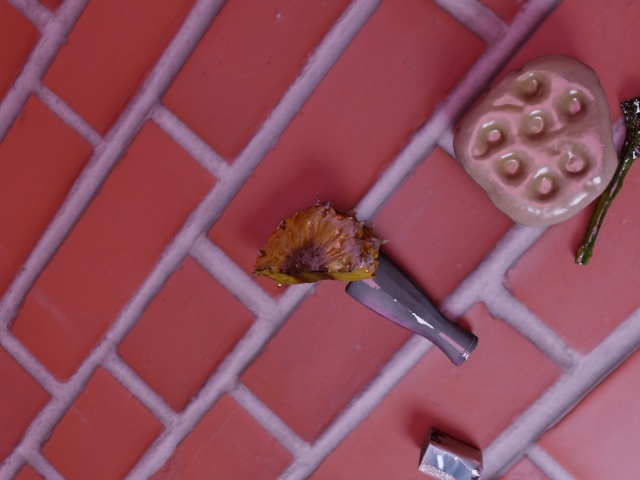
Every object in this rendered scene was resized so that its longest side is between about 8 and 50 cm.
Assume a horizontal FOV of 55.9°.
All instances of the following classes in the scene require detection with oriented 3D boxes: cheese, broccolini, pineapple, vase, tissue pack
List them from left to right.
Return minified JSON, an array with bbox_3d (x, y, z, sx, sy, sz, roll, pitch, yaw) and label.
[{"bbox_3d":[-0.001,0.000,0.955,0.233,0.079,0.135,-8,67,37],"label":"pineapple"},{"bbox_3d":[0.147,0.110,0.951,0.214,0.086,0.086,37,105,3],"label":"vase"},{"bbox_3d":[0.209,0.353,0.965,0.094,0.074,0.059,23,100,9],"label":"tissue pack"},{"bbox_3d":[0.301,-0.139,0.851,0.218,0.117,0.235,13,98,16],"label":"cheese"},{"bbox_3d":[0.431,-0.083,0.872,0.057,0.071,0.254,7,111,-27],"label":"broccolini"}]
